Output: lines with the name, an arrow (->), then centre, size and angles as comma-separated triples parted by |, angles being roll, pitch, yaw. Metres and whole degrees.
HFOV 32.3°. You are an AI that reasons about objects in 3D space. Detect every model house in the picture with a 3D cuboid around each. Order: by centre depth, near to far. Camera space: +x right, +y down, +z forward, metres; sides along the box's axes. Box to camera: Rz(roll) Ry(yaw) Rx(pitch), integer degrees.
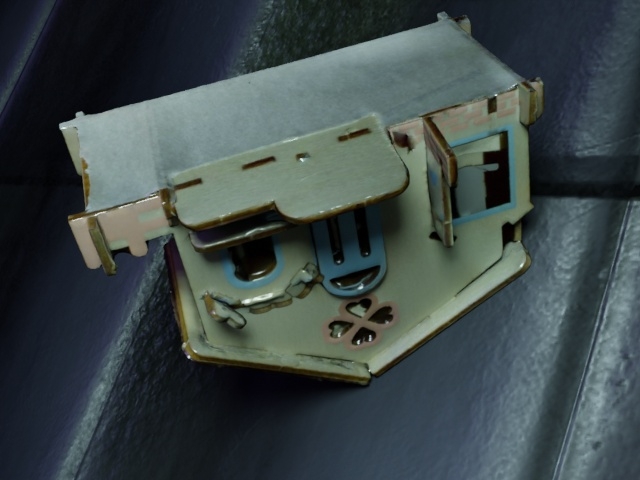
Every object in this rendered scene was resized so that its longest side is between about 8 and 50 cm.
model house -> 0.000, 0.000, 0.820 | 0.326, 0.244, 0.169 | -16, 48, -7
